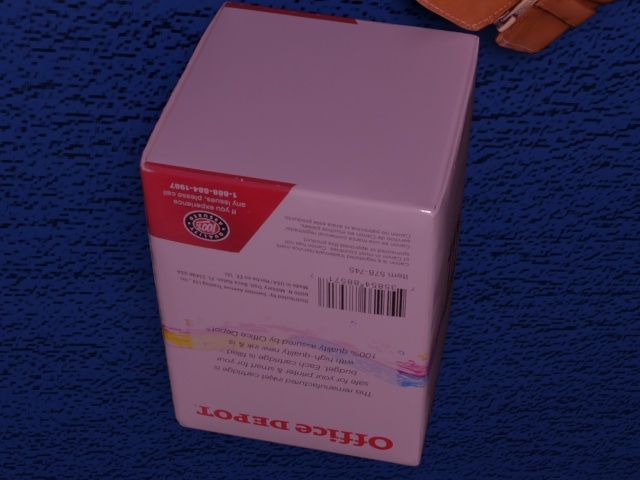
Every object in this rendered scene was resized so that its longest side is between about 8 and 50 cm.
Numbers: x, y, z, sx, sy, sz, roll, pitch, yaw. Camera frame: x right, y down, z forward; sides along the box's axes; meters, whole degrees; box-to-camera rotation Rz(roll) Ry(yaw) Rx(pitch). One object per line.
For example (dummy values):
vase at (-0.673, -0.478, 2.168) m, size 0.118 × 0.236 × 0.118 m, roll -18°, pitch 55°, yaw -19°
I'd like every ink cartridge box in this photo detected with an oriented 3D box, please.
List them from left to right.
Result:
ink cartridge box at (0.000, 0.000, 0.595) m, size 0.128 × 0.127 × 0.176 m, roll 9°, pitch 135°, yaw 9°

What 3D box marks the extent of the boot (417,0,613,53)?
boot at (0.147, -0.140, 0.570) m, size 0.197 × 0.073 × 0.152 m, roll 22°, pitch 126°, yaw -23°
